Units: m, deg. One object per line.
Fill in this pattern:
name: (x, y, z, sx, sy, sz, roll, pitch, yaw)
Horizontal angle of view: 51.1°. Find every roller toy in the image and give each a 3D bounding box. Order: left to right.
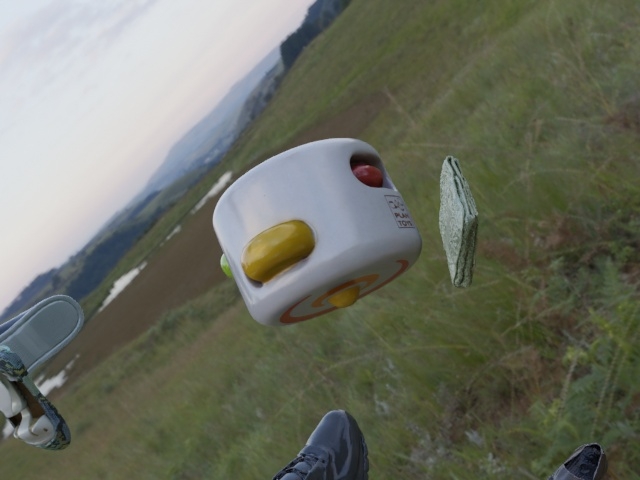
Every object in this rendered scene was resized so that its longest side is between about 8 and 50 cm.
roller toy: (0.000, 0.000, 0.686, 0.191, 0.146, 0.209, -21, -16, -16)

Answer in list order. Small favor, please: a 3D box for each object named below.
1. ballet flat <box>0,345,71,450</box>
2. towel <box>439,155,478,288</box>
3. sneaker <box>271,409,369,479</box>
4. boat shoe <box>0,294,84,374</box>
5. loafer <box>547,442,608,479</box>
ballet flat: (-0.407, 0.232, 0.911, 0.070, 0.188, 0.070, -21, 24, 10)
towel: (0.166, -0.020, 0.819, 0.027, 0.148, 0.110, -9, 50, 1)
sneaker: (-0.026, 0.358, 0.921, 0.109, 0.130, 0.286, -10, 45, 44)
boat shoe: (-0.520, 0.200, 1.075, 0.302, 0.114, 0.091, -34, 6, -38)
loafer: (0.436, 0.438, 1.191, 0.080, 0.078, 0.220, 24, 54, 36)
